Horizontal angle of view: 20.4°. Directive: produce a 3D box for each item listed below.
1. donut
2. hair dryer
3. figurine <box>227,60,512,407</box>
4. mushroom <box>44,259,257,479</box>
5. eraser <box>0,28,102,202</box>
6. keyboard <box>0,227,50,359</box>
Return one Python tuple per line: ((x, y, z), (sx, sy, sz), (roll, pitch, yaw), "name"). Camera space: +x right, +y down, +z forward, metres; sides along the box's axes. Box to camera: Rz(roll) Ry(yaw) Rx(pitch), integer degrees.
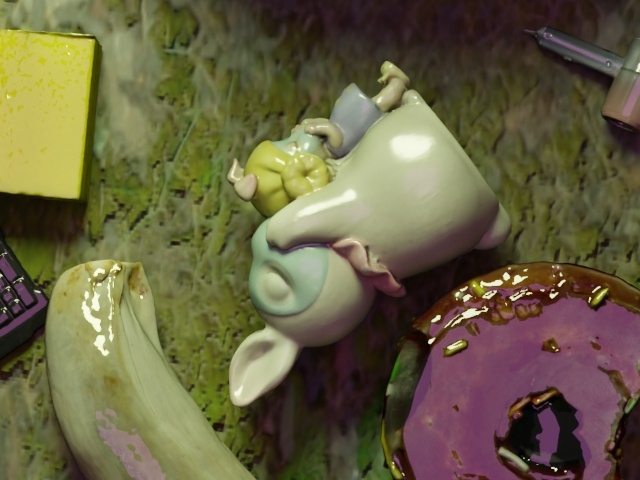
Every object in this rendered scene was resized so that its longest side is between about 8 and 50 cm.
((0.151, 0.131, 1.261), (0.216, 0.096, 0.230), (-4, 86, 3), "donut")
((0.198, -0.130, 1.312), (0.114, 0.037, 0.063), (25, 88, 10), "hair dryer")
((0.000, 0.000, 1.259), (0.235, 0.127, 0.155), (-37, 105, 1), "figurine")
((-0.094, 0.174, 1.267), (0.123, 0.095, 0.351), (-31, 87, -21), "mushroom")
((-0.215, -0.092, 1.306), (0.097, 0.045, 0.122), (6, 86, 2), "eraser")
((-0.329, 0.088, 1.309), (0.262, 0.016, 0.106), (-35, 86, -2), "keyboard")
